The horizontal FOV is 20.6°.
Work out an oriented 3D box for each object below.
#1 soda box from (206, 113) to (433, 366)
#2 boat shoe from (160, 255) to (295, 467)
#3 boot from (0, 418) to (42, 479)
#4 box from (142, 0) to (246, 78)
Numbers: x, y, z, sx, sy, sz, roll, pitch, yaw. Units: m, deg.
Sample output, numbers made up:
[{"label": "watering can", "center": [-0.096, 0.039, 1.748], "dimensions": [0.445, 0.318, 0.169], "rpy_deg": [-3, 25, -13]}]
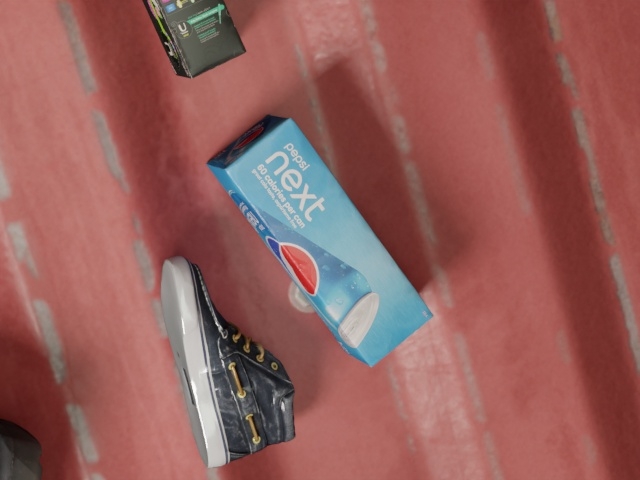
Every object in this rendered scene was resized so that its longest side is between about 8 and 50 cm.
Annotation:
[{"label": "soda box", "center": [0.000, 0.000, 1.449], "dimensions": [0.071, 0.067, 0.210], "rpy_deg": [-39, 105, -9]}, {"label": "boat shoe", "center": [-0.075, 0.091, 1.442], "dimensions": [0.083, 0.065, 0.183], "rpy_deg": [-16, 108, -16]}, {"label": "boot", "center": [-0.442, 0.255, 1.228], "dimensions": [0.445, 0.146, 0.367], "rpy_deg": [20, 72, -38]}, {"label": "box", "center": [-0.104, -0.177, 1.396], "dimensions": [0.052, 0.062, 0.083], "rpy_deg": [-27, 104, -11]}]
